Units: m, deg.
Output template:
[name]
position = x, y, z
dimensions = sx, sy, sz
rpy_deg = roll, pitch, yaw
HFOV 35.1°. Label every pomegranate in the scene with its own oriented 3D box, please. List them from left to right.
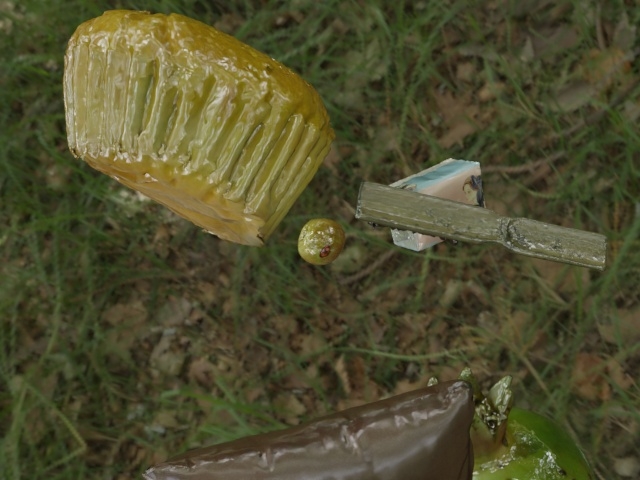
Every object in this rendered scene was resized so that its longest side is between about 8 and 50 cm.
[pomegranate]
position = 0.216, 0.268, 1.195
dimensions = 0.230, 0.231, 0.286
rpy_deg = -3, 104, 30

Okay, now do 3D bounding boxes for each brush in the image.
[brush]
position = 0.154, -0.011, 0.972
dimensions = 0.247, 0.036, 0.043
rpy_deg = 11, 76, -4

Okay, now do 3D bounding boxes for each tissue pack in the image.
[tissue pack]
position = 0.119, -0.038, 1.050
dimensions = 0.094, 0.074, 0.058
rpy_deg = -24, 24, -23

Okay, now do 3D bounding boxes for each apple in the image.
[apple]
position = 0.000, 0.000, 1.716
dimensions = 0.084, 0.071, 0.084
rpy_deg = -42, 34, 37

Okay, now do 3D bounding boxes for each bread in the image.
[bread]
position = -0.110, -0.096, 0.848
dimensions = 0.239, 0.240, 0.139
rpy_deg = 17, 79, 34

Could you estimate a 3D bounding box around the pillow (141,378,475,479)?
[pillow]
position = 0.004, 0.284, 0.974
dimensions = 0.305, 0.308, 0.108
rpy_deg = -13, 35, -11
